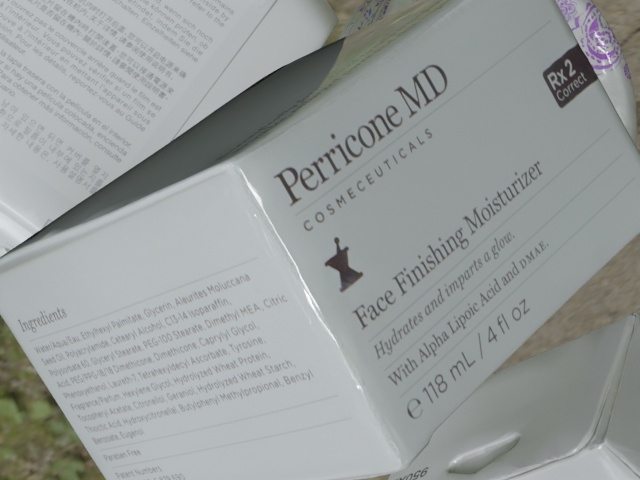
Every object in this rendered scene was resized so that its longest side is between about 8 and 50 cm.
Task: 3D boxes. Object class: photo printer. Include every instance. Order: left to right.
[{"bbox_3d":[-0.146,-0.118,1.021,0.256,0.307,0.107,35,149,-6],"label":"photo printer"}]

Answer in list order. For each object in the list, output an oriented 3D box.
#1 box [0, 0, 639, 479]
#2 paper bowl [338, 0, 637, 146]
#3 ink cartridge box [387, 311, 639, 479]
[{"bbox_3d":[0.000,0.000,0.617,0.182,0.181,0.119,-19,106,50],"label":"box"},{"bbox_3d":[0.136,-0.114,1.449,0.148,0.284,0.284,-18,92,60],"label":"paper bowl"},{"bbox_3d":[0.288,0.283,1.441,0.395,0.166,0.285,43,134,-18],"label":"ink cartridge box"}]
